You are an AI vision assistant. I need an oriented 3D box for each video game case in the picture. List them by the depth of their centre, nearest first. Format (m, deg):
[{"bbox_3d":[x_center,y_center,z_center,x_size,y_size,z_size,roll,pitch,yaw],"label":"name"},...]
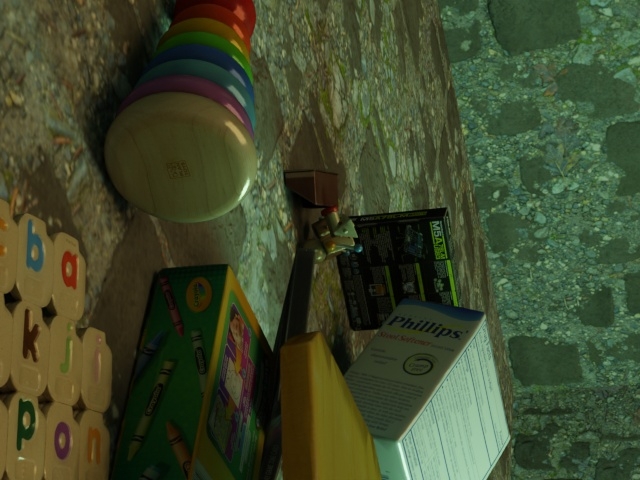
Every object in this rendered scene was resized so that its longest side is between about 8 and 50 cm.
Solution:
[{"bbox_3d":[-0.045,0.166,1.350,0.274,0.026,0.196,106,-7,-52],"label":"video game case"}]

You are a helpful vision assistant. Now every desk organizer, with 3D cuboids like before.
[{"bbox_3d":[-0.011,-0.073,1.722,0.130,0.047,0.050,0,87,-75],"label":"desk organizer"}]

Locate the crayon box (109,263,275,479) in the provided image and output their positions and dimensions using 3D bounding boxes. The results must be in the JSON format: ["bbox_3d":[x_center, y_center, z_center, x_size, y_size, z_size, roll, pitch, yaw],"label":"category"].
[{"bbox_3d":[-0.118,0.181,1.167,0.165,0.081,0.278,69,22,-47],"label":"crayon box"}]

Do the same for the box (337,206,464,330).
[{"bbox_3d":[0.124,0.048,1.912,0.045,0.184,0.190,-66,147,-63],"label":"box"}]

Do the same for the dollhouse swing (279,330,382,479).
[{"bbox_3d":[-0.076,0.304,1.053,0.346,0.315,0.305,66,2,-51],"label":"dollhouse swing"}]

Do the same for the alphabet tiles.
[{"bbox_3d":[-0.227,0.116,0.906,0.284,0.021,0.277,41,46,-68],"label":"alphabet tiles"}]

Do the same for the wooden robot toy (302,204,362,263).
[{"bbox_3d":[0.000,0.000,1.714,0.076,0.079,0.173,64,-11,0],"label":"wooden robot toy"}]

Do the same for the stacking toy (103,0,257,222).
[{"bbox_3d":[-0.122,-0.170,1.216,0.330,0.141,0.141,-87,164,-49],"label":"stacking toy"}]

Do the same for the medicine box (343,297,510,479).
[{"bbox_3d":[0.145,0.280,1.804,0.289,0.149,0.263,-49,136,-40],"label":"medicine box"}]
